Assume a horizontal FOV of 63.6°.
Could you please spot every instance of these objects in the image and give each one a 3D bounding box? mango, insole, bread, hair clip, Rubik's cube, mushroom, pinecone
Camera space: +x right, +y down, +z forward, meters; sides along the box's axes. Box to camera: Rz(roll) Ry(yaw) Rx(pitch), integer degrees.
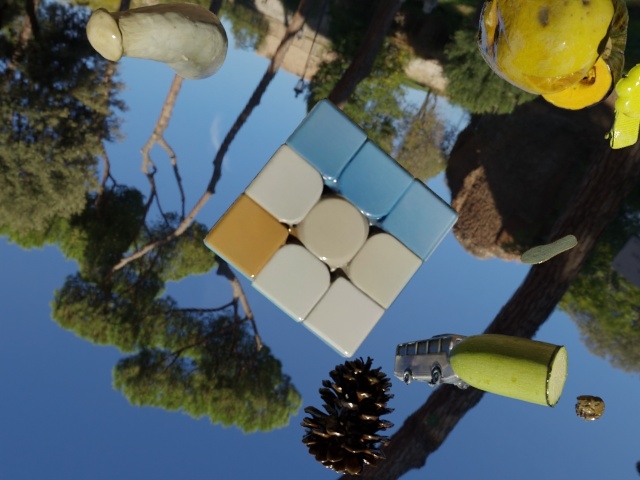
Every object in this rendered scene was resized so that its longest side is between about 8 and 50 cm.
[{"bbox_3d":[0.437,-0.435,1.057,0.182,0.253,0.365,-7,-159,-3],"label":"mango"},{"bbox_3d":[0.768,0.032,1.739,0.004,0.188,0.064,37,-148,-52],"label":"insole"},{"bbox_3d":[0.832,0.517,1.588,0.082,0.113,0.060,-9,-127,20],"label":"bread"},{"bbox_3d":[0.531,-0.230,0.885,0.072,0.173,0.046,-16,-124,3],"label":"hair clip"},{"bbox_3d":[0.003,-0.023,1.063,0.344,0.347,0.346,39,176,-6],"label":"Rubik's cube"},{"bbox_3d":[-0.215,-0.296,0.747,0.118,0.103,0.270,-16,-173,17],"label":"mushroom"},{"bbox_3d":[0.078,0.439,1.326,0.246,0.292,0.246,16,177,1],"label":"pinecone"}]

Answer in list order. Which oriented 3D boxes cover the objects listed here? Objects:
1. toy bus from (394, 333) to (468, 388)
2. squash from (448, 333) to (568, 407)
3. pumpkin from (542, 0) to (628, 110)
[{"bbox_3d":[0.323,0.343,1.451,0.097,0.342,0.138,13,-110,-16],"label":"toy bus"},{"bbox_3d":[0.396,0.269,1.129,0.247,0.133,0.132,5,-170,40],"label":"squash"},{"bbox_3d":[0.631,-0.513,1.298,0.242,0.325,0.232,5,-130,40],"label":"pumpkin"}]
